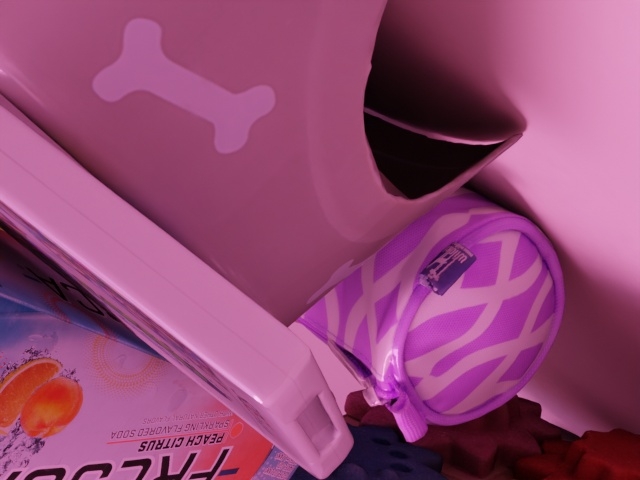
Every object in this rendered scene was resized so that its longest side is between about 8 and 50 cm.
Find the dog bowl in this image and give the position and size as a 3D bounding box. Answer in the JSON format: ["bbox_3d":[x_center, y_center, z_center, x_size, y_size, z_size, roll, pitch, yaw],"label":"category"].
[{"bbox_3d":[-0.104,-0.102,0.495,0.349,0.102,0.349,37,172,6],"label":"dog bowl"}]

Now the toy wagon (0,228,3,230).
[{"bbox_3d":[-0.254,-0.037,1.460,0.267,0.068,0.344,37,154,21],"label":"toy wagon"}]

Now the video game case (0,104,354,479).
[{"bbox_3d":[-0.061,-0.001,0.424,0.157,0.019,0.143,37,172,13],"label":"video game case"}]

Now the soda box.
[{"bbox_3d":[-0.079,0.043,0.519,0.063,0.058,0.183,40,-172,38],"label":"soda box"}]

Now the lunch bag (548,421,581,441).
[{"bbox_3d":[0.087,0.195,0.749,0.256,0.212,0.305,40,-171,1],"label":"lunch bag"}]

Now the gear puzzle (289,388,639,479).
[{"bbox_3d":[0.127,0.108,0.575,0.339,0.044,0.175,19,-160,33],"label":"gear puzzle"}]

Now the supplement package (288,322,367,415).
[{"bbox_3d":[-0.038,0.210,1.284,0.175,0.293,0.177,37,173,10],"label":"supplement package"}]

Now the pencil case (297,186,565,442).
[{"bbox_3d":[0.000,0.000,0.650,0.206,0.088,0.086,32,169,47],"label":"pencil case"}]
